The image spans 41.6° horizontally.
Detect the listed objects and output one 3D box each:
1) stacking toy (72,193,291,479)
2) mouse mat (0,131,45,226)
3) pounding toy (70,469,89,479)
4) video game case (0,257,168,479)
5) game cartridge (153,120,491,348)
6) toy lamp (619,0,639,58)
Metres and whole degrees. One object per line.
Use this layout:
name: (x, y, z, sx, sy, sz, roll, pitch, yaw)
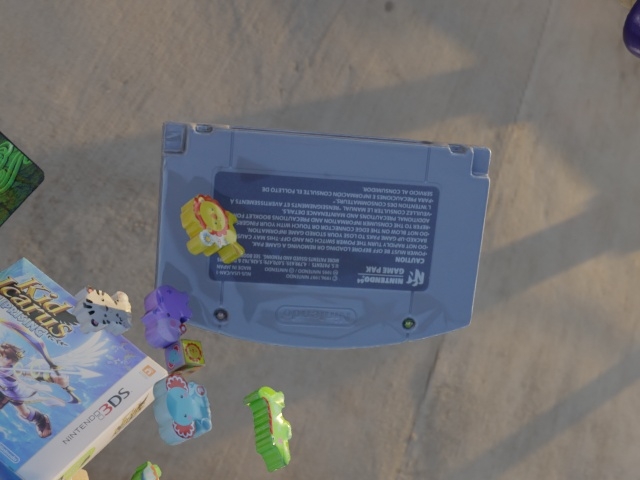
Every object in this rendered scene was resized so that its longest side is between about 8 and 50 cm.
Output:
stacking toy: (-0.117, 0.098, 0.668, 0.052, 0.167, 0.221, 14, 51, -48)
mouse mat: (-0.573, -0.086, 1.420, 0.190, 0.007, 0.153, -52, 138, -13)
pounding toy: (-0.425, 0.440, 1.339, 0.130, 0.141, 0.100, -38, 142, 11)
video game case: (-0.375, 0.171, 1.076, 0.244, 0.269, 0.061, -43, 167, -50)
game cartridge: (0.000, 0.000, 0.763, 0.294, 0.060, 0.196, 4, 99, -9)
toy lamp: (0.270, -0.242, 0.770, 0.080, 0.275, 0.080, -13, 138, -12)
